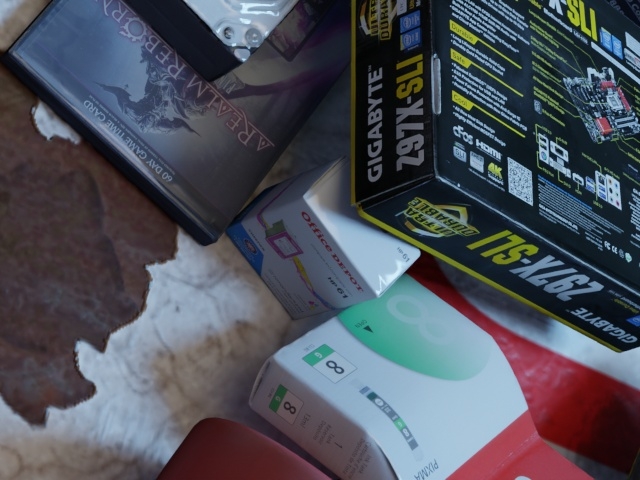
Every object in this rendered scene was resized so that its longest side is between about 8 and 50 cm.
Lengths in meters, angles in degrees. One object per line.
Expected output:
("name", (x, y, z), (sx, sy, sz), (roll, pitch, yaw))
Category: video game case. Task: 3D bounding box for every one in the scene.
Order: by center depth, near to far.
("video game case", (-0.076, -0.160, 1.189), (0.196, 0.026, 0.274), (43, 61, -16))

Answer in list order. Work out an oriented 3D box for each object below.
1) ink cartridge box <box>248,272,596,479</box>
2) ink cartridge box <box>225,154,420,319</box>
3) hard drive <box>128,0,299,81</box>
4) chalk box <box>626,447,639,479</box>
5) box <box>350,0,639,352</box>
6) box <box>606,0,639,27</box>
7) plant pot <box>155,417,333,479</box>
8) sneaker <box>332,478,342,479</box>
("ink cartridge box", (0.090, 0.128, 1.113), (0.225, 0.056, 0.181), (34, 32, 19))
("ink cartridge box", (0.000, 0.000, 1.141), (0.052, 0.122, 0.088), (-44, 102, -30))
("hard drive", (-0.053, -0.311, 1.185), (0.237, 0.064, 0.339), (46, 62, -14))
("chalk box", (0.340, 0.207, 1.212), (0.289, 0.180, 0.179), (-51, 135, -50))
("box", (0.153, -0.087, 1.197), (0.322, 0.079, 0.257), (26, 52, -42))
("box", (0.538, -0.309, 1.317), (0.297, 0.472, 0.480), (50, 61, -12))
("plant pot", (-0.055, 0.286, 0.987), (0.243, 0.275, 0.275), (-45, 103, -19))
("sneaker", (0.110, 0.257, 1.138), (0.297, 0.111, 0.129), (31, 41, -19))
